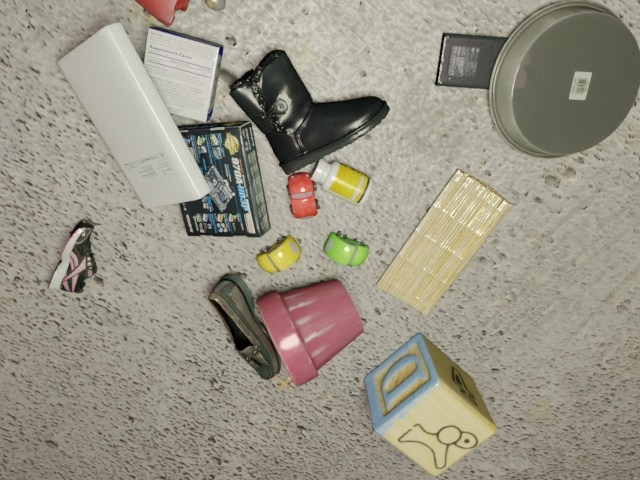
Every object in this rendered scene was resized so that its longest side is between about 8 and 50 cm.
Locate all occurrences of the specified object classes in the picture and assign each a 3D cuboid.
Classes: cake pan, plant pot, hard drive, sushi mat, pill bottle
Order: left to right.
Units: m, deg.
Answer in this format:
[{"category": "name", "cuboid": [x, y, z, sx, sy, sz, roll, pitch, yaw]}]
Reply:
[{"category": "hard drive", "cuboid": [-0.339, -0.206, 0.929, 0.203, 0.040, 0.308, -4, 119, 43]}, {"category": "plant pot", "cuboid": [-0.016, 0.178, 1.089, 0.180, 0.201, 0.201, -27, 112, -8]}, {"category": "pill bottle", "cuboid": [0.041, -0.119, 1.024, 0.116, 0.065, 0.065, 24, 110, -12]}, {"category": "sushi mat", "cuboid": [0.266, 0.011, 1.111, 0.151, 0.019, 0.317, 29, 109, -12]}, {"category": "hard drive", "cuboid": [0.291, -0.336, 0.965, 0.135, 0.022, 0.094, 3, 112, -3]}, {"category": "cake pan", "cuboid": [0.467, -0.291, 0.960, 0.293, 0.054, 0.293, -3, 113, -7]}]

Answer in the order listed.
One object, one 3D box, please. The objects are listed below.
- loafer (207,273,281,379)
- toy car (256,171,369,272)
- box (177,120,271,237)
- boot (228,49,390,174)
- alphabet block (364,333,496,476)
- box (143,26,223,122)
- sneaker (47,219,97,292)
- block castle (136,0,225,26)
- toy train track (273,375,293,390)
[{"category": "loafer", "cuboid": [-0.174, 0.206, 1.129, 0.096, 0.084, 0.268, -8, 113, 36]}, {"category": "toy car", "cuboid": [0.000, 0.000, 1.078, 0.224, 0.053, 0.239, 21, 110, -10]}, {"category": "box", "cuboid": [-0.200, -0.114, 0.994, 0.175, 0.051, 0.220, 1, 114, 22]}, {"category": "boot", "cuboid": [-0.022, -0.261, 0.946, 0.246, 0.094, 0.207, -26, 115, 15]}, {"category": "alphabet block", "cuboid": [0.241, 0.369, 1.165, 0.197, 0.193, 0.192, 42, 107, -17]}, {"category": "box", "cuboid": [-0.252, -0.302, 0.934, 0.126, 0.072, 0.137, 14, 112, -7]}, {"category": "sneaker", "cuboid": [-0.504, 0.038, 1.079, 0.077, 0.072, 0.178, 23, 118, -24]}, {"category": "block castle", "cuboid": [-0.131, -0.525, 0.672, 0.212, 0.303, 0.453, 27, 111, -21]}, {"category": "toy train track", "cuboid": [-0.101, 0.340, 1.237, 0.083, 0.014, 0.048, 39, 106, -15]}]
